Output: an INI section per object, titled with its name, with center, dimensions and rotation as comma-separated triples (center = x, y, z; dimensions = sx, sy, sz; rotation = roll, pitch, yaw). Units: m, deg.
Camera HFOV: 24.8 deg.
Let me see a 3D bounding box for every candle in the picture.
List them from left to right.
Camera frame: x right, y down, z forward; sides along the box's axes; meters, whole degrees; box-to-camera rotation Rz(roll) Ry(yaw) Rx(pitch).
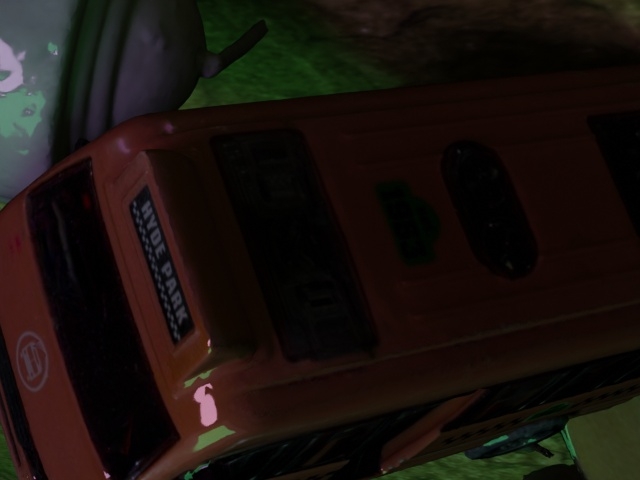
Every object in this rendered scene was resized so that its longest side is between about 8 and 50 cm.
[candle]
center = -0.213, -0.136, 0.843
dimensions = 0.343, 0.221, 0.221
rotation = 13, 152, 2

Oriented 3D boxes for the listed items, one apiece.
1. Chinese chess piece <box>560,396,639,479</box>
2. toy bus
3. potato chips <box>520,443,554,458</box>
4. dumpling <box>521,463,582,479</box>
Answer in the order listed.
[Chinese chess piece]
center = 0.287, 0.144, 1.078
dimensions = 0.250, 0.103, 0.249
rotation = 43, 148, 35
[toy bus]
center = 0.037, 0.027, 0.830
dimensions = 0.427, 0.203, 0.233
rotation = -9, 161, -33
[potato chips]
center = 0.143, 0.155, 1.352
dimensions = 0.167, 0.059, 0.228
rotation = 20, 153, 14
[dumpling]
center = 0.312, 0.281, 1.273
dimensions = 0.316, 0.395, 0.233
rotation = 30, 106, -3
